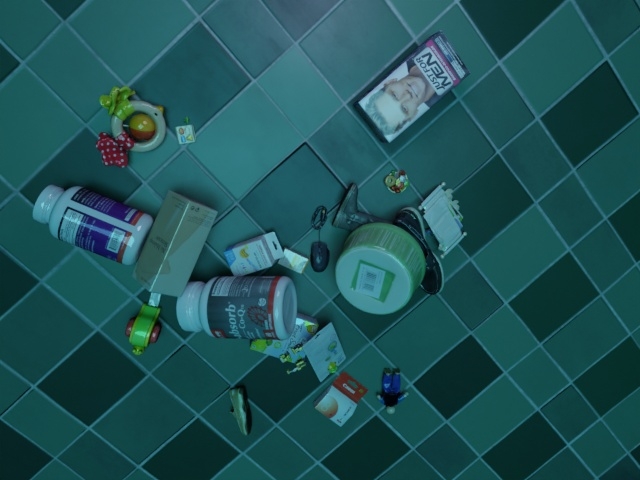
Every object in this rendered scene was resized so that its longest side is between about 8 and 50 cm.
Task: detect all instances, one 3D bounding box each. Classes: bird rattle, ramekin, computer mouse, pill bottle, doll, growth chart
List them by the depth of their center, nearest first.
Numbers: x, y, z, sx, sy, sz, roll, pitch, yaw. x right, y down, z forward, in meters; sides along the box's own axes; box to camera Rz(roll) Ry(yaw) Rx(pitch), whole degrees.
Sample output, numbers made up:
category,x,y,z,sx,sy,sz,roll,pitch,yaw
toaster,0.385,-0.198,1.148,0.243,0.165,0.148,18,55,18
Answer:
category,x,y,z,sx,sy,sz,roll,pitch,yaw
bird rattle,-0.594,-0.351,1.415,0.207,0.143,0.254,1,107,-24
pill bottle,-0.717,-0.056,1.438,0.323,0.181,0.181,24,100,-11
pill bottle,-0.275,0.224,1.512,0.362,0.210,0.210,-1,104,13
ramekin,0.195,0.105,1.536,0.303,0.148,0.303,11,121,19
computer mouse,0.000,0.000,1.612,0.071,0.041,0.242,-1,103,-6
growth chart,0.451,-0.077,1.635,0.172,0.021,0.237,-35,106,-20
doll,0.287,0.605,1.791,0.129,0.046,0.189,1,103,-6

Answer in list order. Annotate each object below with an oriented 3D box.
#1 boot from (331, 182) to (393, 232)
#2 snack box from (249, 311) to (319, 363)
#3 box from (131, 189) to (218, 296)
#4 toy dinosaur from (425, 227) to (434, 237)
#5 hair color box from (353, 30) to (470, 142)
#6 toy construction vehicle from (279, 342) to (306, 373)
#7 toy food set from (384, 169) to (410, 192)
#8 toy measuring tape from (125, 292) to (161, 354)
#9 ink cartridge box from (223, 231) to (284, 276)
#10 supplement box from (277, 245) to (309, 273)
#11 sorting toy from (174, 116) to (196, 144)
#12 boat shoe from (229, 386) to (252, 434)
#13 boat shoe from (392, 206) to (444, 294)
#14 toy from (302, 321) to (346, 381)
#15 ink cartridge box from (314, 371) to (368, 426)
category,x,y,z,sx,sy,sz,roll,pitch,yaw
boot,0.164,-0.087,1.594,0.208,0.076,0.190,21,114,-5
snack box,-0.135,0.343,1.663,0.207,0.070,0.174,20,100,-13
box,-0.474,0.011,1.464,0.121,0.148,0.311,23,90,-50
toy dinosaur,0.393,-0.034,1.654,0.090,0.047,0.082,36,79,-3
hair color box,0.299,-0.502,1.495,0.347,0.105,0.174,-41,104,4
toy construction vehicle,-0.093,0.432,1.637,0.098,0.035,0.086,-27,107,0
toy food set,0.275,-0.210,1.605,0.082,0.020,0.083,-39,104,3
toy measuring tape,-0.598,0.256,1.563,0.121,0.121,0.330,17,101,-11
ink cartridge box,-0.230,0.050,1.566,0.181,0.061,0.104,-19,105,11
supplement box,-0.098,0.071,1.619,0.098,0.036,0.062,26,100,-12
sorting toy,-0.448,-0.362,1.483,0.062,0.012,0.083,-10,105,-4
boat shoe,-0.311,0.654,1.726,0.072,0.068,0.190,-7,95,7
boat shoe,0.341,0.055,1.605,0.127,0.113,0.340,-7,107,38
toy,0.007,0.407,1.671,0.137,0.056,0.237,-38,130,-20
ink cartridge box,0.085,0.626,1.773,0.145,0.045,0.179,41,98,-15
